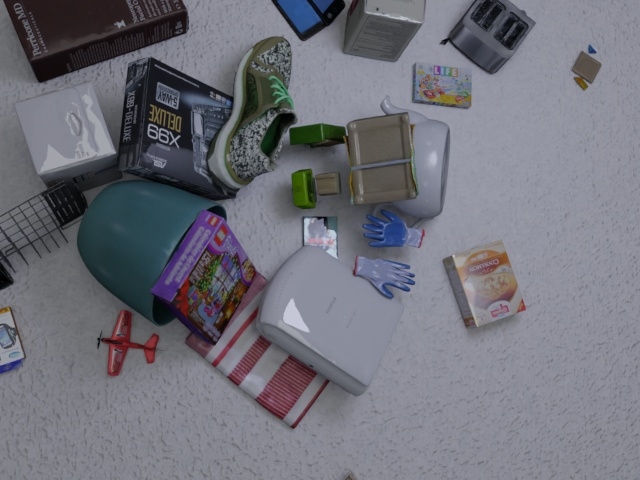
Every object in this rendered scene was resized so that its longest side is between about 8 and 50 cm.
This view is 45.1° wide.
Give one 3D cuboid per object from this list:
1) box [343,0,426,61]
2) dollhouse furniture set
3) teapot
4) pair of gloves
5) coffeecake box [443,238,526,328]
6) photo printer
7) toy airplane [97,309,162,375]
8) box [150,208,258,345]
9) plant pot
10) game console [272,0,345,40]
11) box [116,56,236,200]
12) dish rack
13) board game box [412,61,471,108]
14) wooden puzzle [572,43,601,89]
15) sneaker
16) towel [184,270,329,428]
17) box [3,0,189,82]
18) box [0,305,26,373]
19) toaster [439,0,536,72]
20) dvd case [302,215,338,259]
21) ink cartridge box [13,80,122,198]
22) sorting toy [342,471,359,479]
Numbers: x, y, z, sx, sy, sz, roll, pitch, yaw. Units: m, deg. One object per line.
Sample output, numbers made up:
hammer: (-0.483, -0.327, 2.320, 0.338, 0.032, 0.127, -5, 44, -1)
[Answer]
box: (0.155, -0.551, 1.891, 0.148, 0.232, 0.127, 7, 79, -10)
dollhouse furniture set: (0.094, -0.181, 1.799, 0.301, 0.151, 0.198, -5, 91, 22)
teapot: (0.209, -0.171, 1.856, 0.186, 0.253, 0.256, 5, 62, 13)
pair of gloves: (0.161, 0.032, 1.803, 0.159, 0.023, 0.198, 15, 79, -14)
coffeecake box: (0.407, 0.109, 1.913, 0.142, 0.068, 0.186, -17, 85, -14)
photo printer: (0.016, 0.172, 1.773, 0.307, 0.107, 0.256, 35, 58, -7)
toy airplane: (-0.430, 0.235, 1.747, 0.151, 0.028, 0.151, 2, 82, -11)
box: (-0.238, 0.087, 1.643, 0.057, 0.293, 0.201, 23, 72, 20)
plant pot: (-0.380, 0.004, 1.675, 0.235, 0.293, 0.293, 26, 76, 11)
game console: (-0.030, -0.603, 1.943, 0.085, 0.124, 0.144, -36, 89, -41)
box: (-0.307, -0.241, 1.734, 0.307, 0.076, 0.243, 18, 72, -52)
dish rack: (-0.625, -0.017, 1.668, 0.271, 0.208, 0.074, -33, 76, -16)
board game box: (0.317, -0.403, 2.004, 0.154, 0.026, 0.104, 4, 79, -10)
wooden puzzle: (0.727, -0.473, 2.104, 0.078, 0.014, 0.116, 39, 76, -7)
sneaker: (-0.109, -0.299, 1.788, 0.158, 0.182, 0.411, 38, 59, -47)
towel: (-0.118, 0.248, 1.804, 0.329, 0.037, 0.237, 40, 76, -3)
box: (-0.522, -0.536, 1.806, 0.381, 0.143, 0.191, -24, 86, -12)
box: (-0.705, 0.222, 1.697, 0.081, 0.028, 0.136, -17, 87, -14)
toaster: (0.442, -0.547, 2.011, 0.168, 0.110, 0.186, 38, 76, -2)
dvd case: (0.000, 0.000, 1.880, 0.087, 0.013, 0.120, 2, 82, -11)
ink cartridge box: (-0.549, -0.215, 1.695, 0.168, 0.232, 0.171, -20, 84, -14)
sorting toy: (0.067, 0.587, 1.781, 0.075, 0.045, 0.083, -41, 90, -7)
